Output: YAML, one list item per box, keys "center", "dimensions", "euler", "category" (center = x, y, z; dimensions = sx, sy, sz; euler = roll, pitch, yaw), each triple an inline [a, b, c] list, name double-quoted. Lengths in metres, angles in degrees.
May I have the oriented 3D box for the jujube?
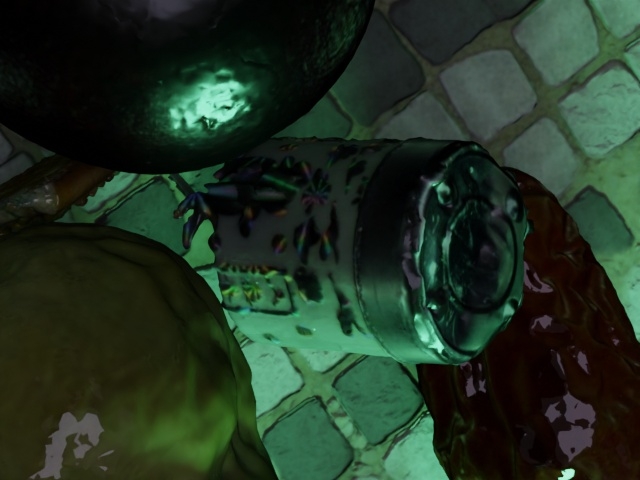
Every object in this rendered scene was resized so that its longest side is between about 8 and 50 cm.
- center: [0.183, 0.103, 1.584]
  dimensions: [0.216, 0.216, 0.342]
  euler: [-19, 85, -11]
  category: "jujube"

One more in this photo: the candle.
- center: [0.000, 0.000, 1.493]
  dimensions: [0.187, 0.330, 0.187]
  euler: [-9, 101, -56]
  category: "candle"

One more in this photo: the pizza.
- center: [-0.249, -0.029, 1.498]
  dimensions: [0.195, 0.185, 0.052]
  euler: [-24, 100, 23]
  category: "pizza"

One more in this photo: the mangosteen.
- center: [-0.127, -0.256, 1.349]
  dimensions: [0.382, 0.435, 0.382]
  euler: [8, 62, -15]
  category: "mangosteen"

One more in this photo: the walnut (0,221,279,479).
- center: [-0.206, 0.159, 1.401]
  dimensions: [0.383, 0.383, 0.384]
  euler: [-1, 96, -13]
  category: "walnut"
